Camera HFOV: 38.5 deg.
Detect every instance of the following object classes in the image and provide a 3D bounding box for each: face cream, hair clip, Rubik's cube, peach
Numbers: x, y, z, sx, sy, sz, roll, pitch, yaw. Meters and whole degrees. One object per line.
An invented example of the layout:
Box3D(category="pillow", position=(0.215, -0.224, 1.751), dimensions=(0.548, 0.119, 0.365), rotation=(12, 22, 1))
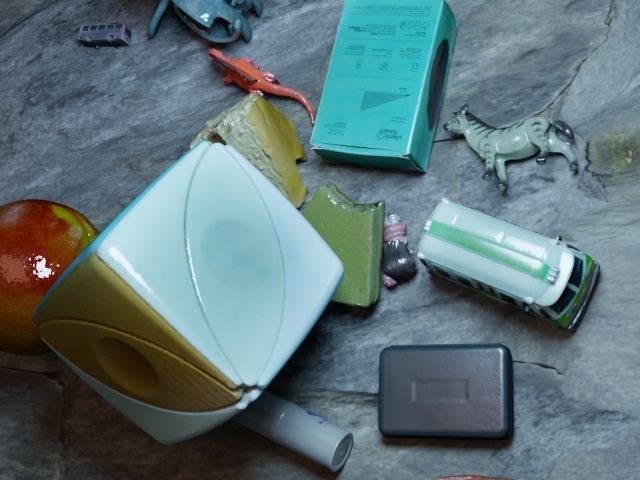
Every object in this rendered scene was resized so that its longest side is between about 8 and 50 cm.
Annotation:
Box3D(category="face cream", position=(-0.065, 0.326, 1.640), dimensions=(0.250, 0.077, 0.077), rotation=(21, 85, 26))
Box3D(category="hair clip", position=(-0.217, -0.567, 1.849), dimensions=(0.238, 0.392, 0.318), rotation=(21, 82, 2))
Box3D(category="Rubik's cube", position=(-0.217, 0.091, 1.524), dimensions=(0.347, 0.351, 0.352), rotation=(44, 137, -6))
Box3D(category="peach", position=(-0.584, 0.076, 1.824), dimensions=(0.332, 0.308, 0.308), rotation=(-11, 72, 27))

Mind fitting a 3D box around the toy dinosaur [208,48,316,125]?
Box3D(category="toy dinosaur", position=(-0.134, -0.321, 1.811), dimensions=(0.286, 0.139, 0.070), rotation=(35, 93, 27))

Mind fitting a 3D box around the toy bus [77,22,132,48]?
Box3D(category="toy bus", position=(-0.485, -0.462, 2.065), dimensions=(0.130, 0.037, 0.052), rotation=(4, 73, 26))

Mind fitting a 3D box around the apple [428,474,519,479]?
Box3D(category="apple", position=(0.218, 0.519, 1.315), dimensions=(0.363, 0.364, 0.364), rotation=(-6, 74, 22))

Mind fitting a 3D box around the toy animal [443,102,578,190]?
Box3D(category="toy animal", position=(0.331, -0.178, 1.607), dimensions=(0.216, 0.073, 0.176), rotation=(-12, 57, 16))

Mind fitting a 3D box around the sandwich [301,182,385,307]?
Box3D(category="sandwich", position=(0.000, 0.000, 1.673), dimensions=(0.245, 0.063, 0.212), rotation=(8, 99, 28))

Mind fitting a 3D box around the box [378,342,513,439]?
Box3D(category="box", position=(0.211, 0.255, 1.552), dimensions=(0.230, 0.050, 0.160), rotation=(-4, 75, 23))

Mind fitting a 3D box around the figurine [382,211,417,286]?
Box3D(category="figurine", position=(0.130, 0.015, 1.652), dimensions=(0.072, 0.054, 0.129), rotation=(-23, 66, 21))

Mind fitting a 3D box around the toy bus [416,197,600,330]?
Box3D(category="toy bus", position=(0.302, 0.035, 1.508), dimensions=(0.276, 0.164, 0.134), rotation=(22, 87, 28))

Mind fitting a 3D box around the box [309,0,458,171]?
Box3D(category="box", position=(0.121, -0.291, 1.702), dimensions=(0.205, 0.118, 0.311), rotation=(8, 79, 28))

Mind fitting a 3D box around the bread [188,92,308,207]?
Box3D(category="bread", position=(-0.130, -0.173, 1.807), dimensions=(0.183, 0.224, 0.211), rotation=(-22, 27, 24))
